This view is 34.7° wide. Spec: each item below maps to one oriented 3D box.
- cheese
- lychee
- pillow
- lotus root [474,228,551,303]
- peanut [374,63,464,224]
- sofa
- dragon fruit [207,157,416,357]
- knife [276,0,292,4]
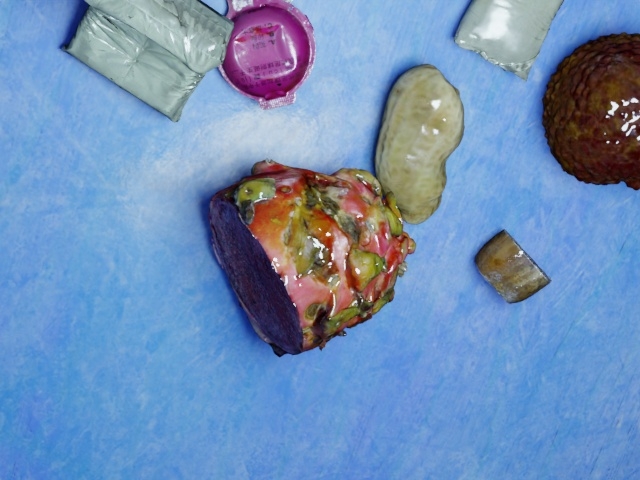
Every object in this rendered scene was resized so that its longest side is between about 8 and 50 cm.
[{"bbox_3d":[-0.090,-0.315,1.507,0.155,0.062,0.244,-13,99,9],"label":"cheese"},{"bbox_3d":[0.480,-0.197,1.589,0.261,0.260,0.260,-4,109,-12],"label":"lychee"},{"bbox_3d":[0.299,-0.357,1.581,0.134,0.078,0.181,24,100,-19],"label":"pillow"},{"bbox_3d":[0.321,0.044,1.707,0.081,0.112,0.122,-41,101,17],"label":"lotus root"},{"bbox_3d":[0.156,-0.147,1.596,0.137,0.122,0.253,6,110,-25],"label":"peanut"},{"bbox_3d":[-0.240,-0.272,1.391,0.210,0.225,0.176,33,99,-14],"label":"sofa"},{"bbox_3d":[0.000,0.000,1.551,0.263,0.314,0.296,-29,89,-19],"label":"dragon fruit"},{"bbox_3d":[-0.034,-0.406,1.516,0.058,0.032,0.244,32,103,-18],"label":"knife"}]
